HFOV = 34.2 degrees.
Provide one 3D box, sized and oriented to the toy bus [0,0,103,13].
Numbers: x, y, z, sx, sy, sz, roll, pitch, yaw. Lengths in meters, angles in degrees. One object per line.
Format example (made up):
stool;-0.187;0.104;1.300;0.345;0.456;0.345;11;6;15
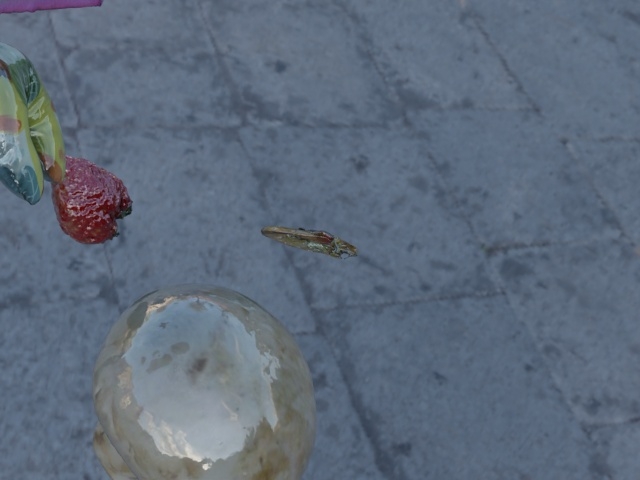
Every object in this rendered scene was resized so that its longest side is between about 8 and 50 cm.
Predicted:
toy bus;-0.311;-0.224;0.818;0.274;0.090;0.112;-12;37;-26

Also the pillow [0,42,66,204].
pillow;-0.404;-0.158;1.367;0.086;0.214;0.233;-21;12;5

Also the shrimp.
shrimp;0.000;-0.001;1.568;0.178;0.124;0.034;15;81;-27

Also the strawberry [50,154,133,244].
strawberry;-0.378;-0.063;1.657;0.148;0.131;0.131;29;36;-29

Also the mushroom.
mushroom;-0.162;0.209;1.247;0.297;0.290;0.297;38;36;-34
